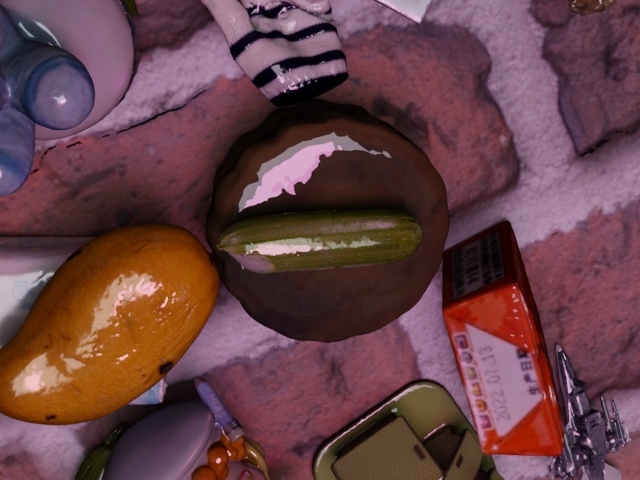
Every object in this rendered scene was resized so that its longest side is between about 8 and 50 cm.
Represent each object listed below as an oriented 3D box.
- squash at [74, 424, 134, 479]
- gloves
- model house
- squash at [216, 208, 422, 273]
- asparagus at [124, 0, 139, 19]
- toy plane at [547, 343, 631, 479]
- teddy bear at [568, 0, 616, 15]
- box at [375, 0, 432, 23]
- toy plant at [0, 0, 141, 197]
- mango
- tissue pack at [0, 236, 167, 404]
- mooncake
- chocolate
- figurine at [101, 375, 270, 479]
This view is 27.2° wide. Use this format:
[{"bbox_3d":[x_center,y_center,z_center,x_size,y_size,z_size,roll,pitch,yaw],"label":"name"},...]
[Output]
[{"bbox_3d":[-0.299,0.390,1.726,0.080,0.071,0.319,7,98,-16],"label":"squash"},{"bbox_3d":[-0.055,-0.276,1.561,0.140,0.131,0.219,-24,83,13],"label":"gloves"},{"bbox_3d":[0.134,0.339,1.678,0.218,0.279,0.205,-36,107,1],"label":"model house"},{"bbox_3d":[0.000,0.000,1.496,0.238,0.069,0.069,-3,106,-10],"label":"squash"},{"bbox_3d":[-0.269,-0.384,1.519,0.067,0.060,0.278,-13,109,-10],"label":"asparagus"},{"bbox_3d":[0.360,0.256,1.793,0.160,0.082,0.234,-21,111,-31],"label":"toy plane"},{"bbox_3d":[0.376,-0.388,1.573,0.256,0.156,0.267,-22,109,-1],"label":"teddy bear"},{"bbox_3d":[0.107,-0.400,1.569,0.155,0.067,0.243,25,101,-17],"label":"box"},{"bbox_3d":[-0.345,-0.176,1.401,0.247,0.332,0.247,3,113,7],"label":"toy plant"},{"bbox_3d":[-0.245,0.097,1.505,0.295,0.120,0.177,-39,113,1],"label":"mango"},{"bbox_3d":[-0.322,0.098,1.615,0.271,0.124,0.202,0,102,-8],"label":"tissue pack"},{"bbox_3d":[0.003,-0.024,1.611,0.290,0.161,0.291,-3,108,-9],"label":"mooncake"},{"bbox_3d":[0.225,0.125,1.656,0.108,0.237,0.235,-13,109,11],"label":"chocolate"},{"bbox_3d":[-0.132,0.363,1.670,0.225,0.205,0.382,-56,130,-27],"label":"figurine"}]
